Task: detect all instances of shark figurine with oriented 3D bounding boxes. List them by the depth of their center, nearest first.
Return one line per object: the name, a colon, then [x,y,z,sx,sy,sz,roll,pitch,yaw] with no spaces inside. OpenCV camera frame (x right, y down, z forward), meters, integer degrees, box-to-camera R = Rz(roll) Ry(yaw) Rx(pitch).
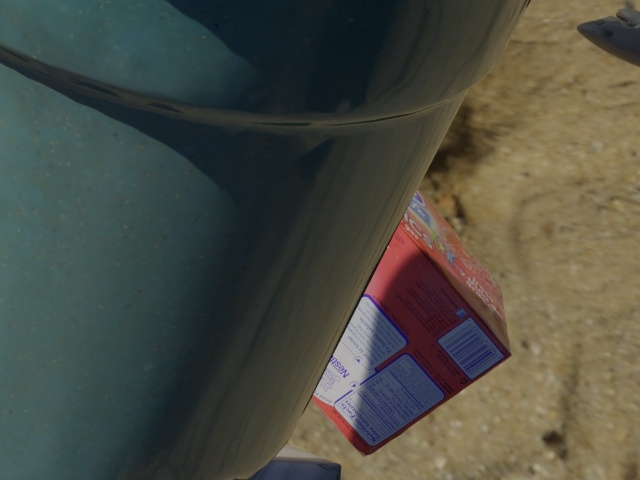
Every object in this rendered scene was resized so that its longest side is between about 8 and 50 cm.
shark figurine: [0.382,-0.153,1.422,0.166,0.278,0.116,8,90,-36]

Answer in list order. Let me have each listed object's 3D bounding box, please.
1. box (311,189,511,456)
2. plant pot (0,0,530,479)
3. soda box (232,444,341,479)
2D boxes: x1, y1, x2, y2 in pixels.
box: [0.000,0.000,1.246,0.154,0.142,0.300,-38,105,15]
plant pot: [-0.084,-0.074,0.753,0.341,0.341,0.334,7,126,-17]
soda box: [-0.069,0.213,1.315,0.098,0.286,0.091,6,87,-15]
